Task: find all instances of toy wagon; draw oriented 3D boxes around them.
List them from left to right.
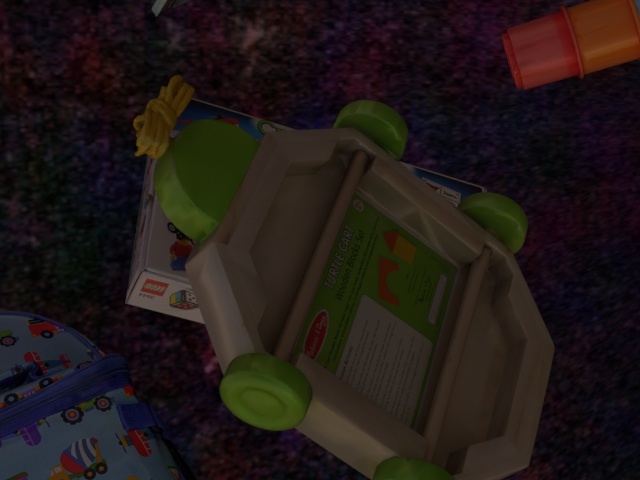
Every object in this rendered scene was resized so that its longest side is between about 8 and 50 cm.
[{"bbox_3d":[0.013,0.021,0.859,0.344,0.267,0.068,36,136,-15],"label":"toy wagon"}]

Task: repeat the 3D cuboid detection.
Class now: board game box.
[{"bbox_3d":[0.000,0.000,1.064,0.053,0.305,0.193,124,156,-47],"label":"board game box"}]

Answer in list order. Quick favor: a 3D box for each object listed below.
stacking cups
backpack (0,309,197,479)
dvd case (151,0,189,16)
[{"bbox_3d":[0.335,-0.221,1.236,0.316,0.096,0.096,-17,88,6],"label":"stacking cups"},{"bbox_3d":[-0.144,0.104,0.579,0.173,0.158,0.117,63,158,24],"label":"backpack"},{"bbox_3d":[-0.110,-0.271,1.294,0.013,0.119,0.087,56,155,0],"label":"dvd case"}]
